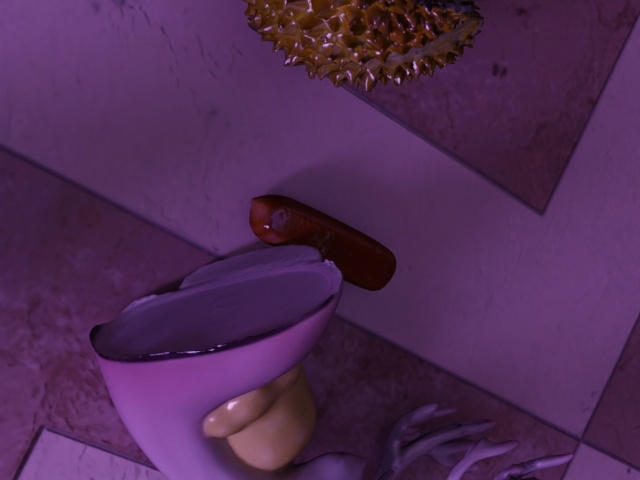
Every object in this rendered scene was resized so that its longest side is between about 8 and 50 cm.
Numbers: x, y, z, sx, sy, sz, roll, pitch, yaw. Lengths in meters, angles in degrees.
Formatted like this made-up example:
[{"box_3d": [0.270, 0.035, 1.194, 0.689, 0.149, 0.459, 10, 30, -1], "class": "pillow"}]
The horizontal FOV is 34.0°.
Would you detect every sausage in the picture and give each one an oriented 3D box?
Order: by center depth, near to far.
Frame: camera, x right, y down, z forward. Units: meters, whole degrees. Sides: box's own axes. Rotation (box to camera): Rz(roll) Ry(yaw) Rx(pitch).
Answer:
[{"box_3d": [0.000, 0.000, 0.818, 0.131, 0.039, 0.041, 26, 94, -29], "class": "sausage"}]

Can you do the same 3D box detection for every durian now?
[{"box_3d": [0.007, -0.204, 0.735, 0.194, 0.138, 0.237, 12, 53, -26], "class": "durian"}]

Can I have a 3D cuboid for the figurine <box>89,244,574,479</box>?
[{"box_3d": [0.024, 0.157, 0.778, 0.284, 0.206, 0.315, -25, 116, -11], "class": "figurine"}]
